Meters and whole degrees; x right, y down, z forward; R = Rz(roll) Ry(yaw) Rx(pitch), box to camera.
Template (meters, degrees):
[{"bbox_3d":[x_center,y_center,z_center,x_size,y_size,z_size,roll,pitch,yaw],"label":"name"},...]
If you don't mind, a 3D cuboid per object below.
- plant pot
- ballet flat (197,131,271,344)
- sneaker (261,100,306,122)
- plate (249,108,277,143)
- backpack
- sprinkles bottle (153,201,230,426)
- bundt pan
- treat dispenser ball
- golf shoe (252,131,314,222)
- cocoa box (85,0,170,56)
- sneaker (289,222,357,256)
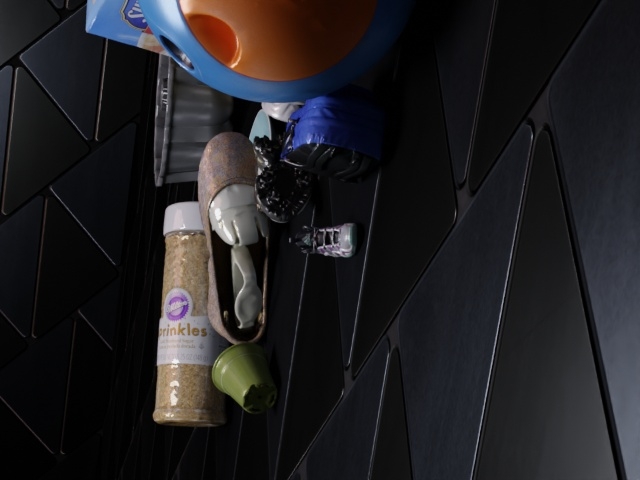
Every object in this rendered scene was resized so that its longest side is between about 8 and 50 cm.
[{"bbox_3d":[-0.095,0.193,1.677,0.079,0.083,0.083,-134,50,-55],"label":"plant pot"},{"bbox_3d":[-0.108,0.008,1.720,0.106,0.107,0.316,-124,28,-61],"label":"ballet flat"},{"bbox_3d":[-0.041,-0.240,1.625,0.232,0.090,0.115,55,131,55],"label":"sneaker"},{"bbox_3d":[-0.086,-0.101,1.835,0.188,0.024,0.188,-174,90,-76],"label":"plate"},{"bbox_3d":[0.015,-0.120,1.313,0.120,0.098,0.101,165,114,-75],"label":"backpack"},{"bbox_3d":[-0.201,0.120,2.001,0.121,0.121,0.355,143,130,-70],"label":"sprinkles bottle"},{"bbox_3d":[-0.221,-0.254,2.181,0.331,0.124,0.331,-177,90,-78],"label":"bundt pan"},{"bbox_3d":[-0.043,-0.280,1.214,0.288,0.288,0.288,-174,90,-75],"label":"treat dispenser ball"},{"bbox_3d":[-0.049,-0.061,1.609,0.198,0.077,0.094,-96,7,-59],"label":"golf shoe"},{"bbox_3d":[-0.157,-0.431,1.590,0.231,0.228,0.347,-46,39,47],"label":"cocoa box"},{"bbox_3d":[0.000,0.000,1.380,0.098,0.069,0.038,147,127,-71],"label":"sneaker"}]
